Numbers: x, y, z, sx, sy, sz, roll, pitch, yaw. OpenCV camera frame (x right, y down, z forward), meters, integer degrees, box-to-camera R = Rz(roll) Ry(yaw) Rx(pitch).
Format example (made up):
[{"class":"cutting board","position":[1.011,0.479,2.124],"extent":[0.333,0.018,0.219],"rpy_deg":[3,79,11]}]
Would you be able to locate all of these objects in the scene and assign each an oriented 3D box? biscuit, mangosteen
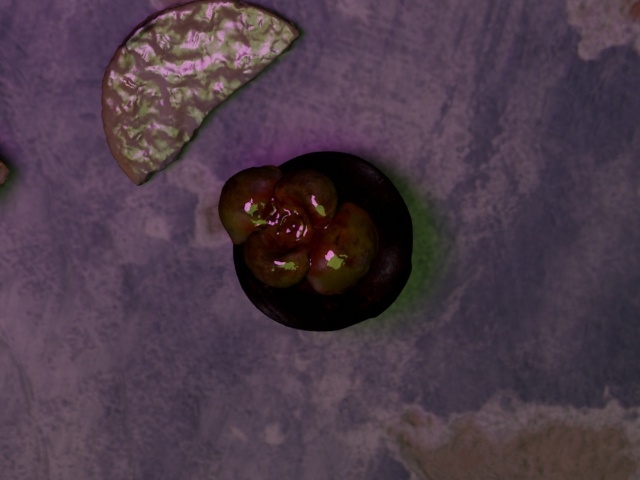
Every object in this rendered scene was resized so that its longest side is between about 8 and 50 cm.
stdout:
[{"class":"biscuit","position":[-0.151,-0.180,1.513],"extent":[0.250,0.032,0.133],"rpy_deg":[-42,106,14]},{"class":"mangosteen","position":[0.000,0.000,1.494],"extent":[0.210,0.210,0.210],"rpy_deg":[0,111,0]}]

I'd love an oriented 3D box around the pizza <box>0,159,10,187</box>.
[{"class":"pizza","position":[-0.504,-0.065,1.527],"extent":[0.335,0.086,0.226],"rpy_deg":[8,115,-2]}]
